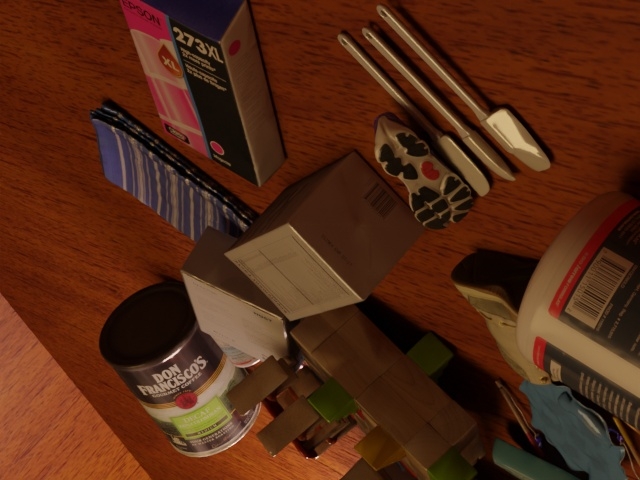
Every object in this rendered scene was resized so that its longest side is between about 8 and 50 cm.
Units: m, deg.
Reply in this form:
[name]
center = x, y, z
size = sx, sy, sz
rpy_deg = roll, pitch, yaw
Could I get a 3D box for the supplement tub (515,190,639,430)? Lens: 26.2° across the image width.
[supplement tub]
center = 0.339, 0.092, 1.287
size = 0.272, 0.191, 0.191
rpy_deg = 32, 156, 24

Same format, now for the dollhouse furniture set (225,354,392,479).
[dollhouse furniture set]
center = -0.025, 0.306, 2.054
size = 0.259, 0.135, 0.262
rpy_deg = 51, -176, 15

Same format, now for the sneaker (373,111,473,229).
[sneaker]
center = 0.115, -0.082, 1.538
size = 0.170, 0.068, 0.071
rpy_deg = 53, -165, -36

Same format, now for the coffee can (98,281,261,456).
[coffee can]
center = -0.256, 0.240, 2.548
size = 0.201, 0.201, 0.275
rpy_deg = 20, 150, 44

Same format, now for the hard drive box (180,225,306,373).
[hard drive box]
center = -0.106, 0.098, 2.129
size = 0.181, 0.089, 0.232
rpy_deg = 25, 158, 14

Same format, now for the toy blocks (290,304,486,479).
[toy blocks]
center = 0.107, 0.244, 2.013
size = 0.381, 0.191, 0.261
rpy_deg = 44, 170, 26

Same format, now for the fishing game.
[fishing game]
center = 0.332, 0.241, 1.784
size = 0.189, 0.041, 0.264
rpy_deg = 57, 160, -15

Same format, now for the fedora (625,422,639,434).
[fedora]
center = 0.380, 0.172, 1.516
size = 0.194, 0.079, 0.194
rpy_deg = 34, 156, 18

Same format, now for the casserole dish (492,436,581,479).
[casserole dish]
center = 0.315, 0.332, 1.926
size = 0.114, 0.037, 0.188
rpy_deg = 35, 171, -40

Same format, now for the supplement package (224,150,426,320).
[supplement package]
center = 0.000, 0.000, 1.763
size = 0.139, 0.134, 0.244
rpy_deg = 46, 157, -10

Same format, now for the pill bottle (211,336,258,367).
[pill bottle]
center = -0.154, 0.133, 2.331
size = 0.087, 0.087, 0.160
rpy_deg = 12, 143, 51

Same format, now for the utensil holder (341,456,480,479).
[utensil holder]
center = 0.207, 0.534, 2.161
size = 0.385, 0.327, 0.327
rpy_deg = 32, 156, 30

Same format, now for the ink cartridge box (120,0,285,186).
[ink cartridge box]
center = -0.150, -0.229, 1.697
size = 0.176, 0.069, 0.371
rpy_deg = 31, 153, 26

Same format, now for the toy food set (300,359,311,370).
[toy food set]
center = -0.012, 0.218, 2.344
size = 0.122, 0.019, 0.078
rpy_deg = 39, 160, -12

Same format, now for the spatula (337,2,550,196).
[spatula]
center = 0.125, -0.148, 1.444
size = 0.242, 0.019, 0.168
rpy_deg = 46, 163, -7

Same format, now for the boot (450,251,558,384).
[boot]
center = 0.260, 0.104, 1.599
size = 0.213, 0.077, 0.165
rpy_deg = 21, 150, 53

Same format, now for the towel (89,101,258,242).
[towel]
center = -0.223, -0.062, 2.152
size = 0.336, 0.040, 0.243
rpy_deg = 37, 158, 12
